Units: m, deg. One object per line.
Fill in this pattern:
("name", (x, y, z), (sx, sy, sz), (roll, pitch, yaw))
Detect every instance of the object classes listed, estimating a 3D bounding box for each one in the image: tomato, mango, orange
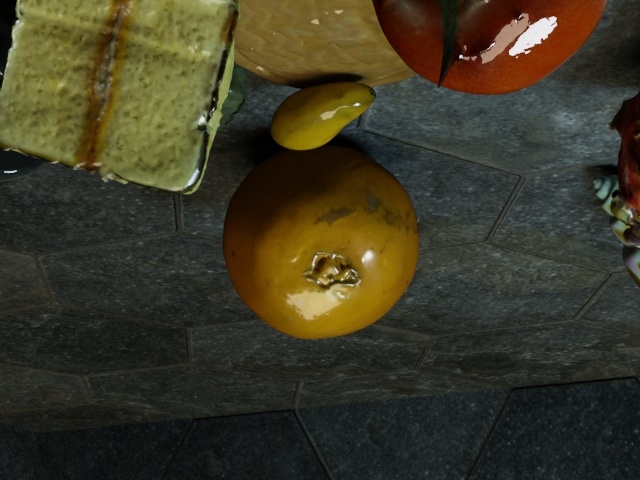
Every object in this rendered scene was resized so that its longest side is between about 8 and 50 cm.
("tomato", (0.172, -0.278, 1.382), (0.256, 0.256, 0.224), (-16, 172, 39))
("mango", (-0.006, -0.168, 1.818), (0.098, 0.075, 0.190), (-11, 176, -36))
("orange", (0.000, 0.000, 2.108), (0.312, 0.312, 0.312), (1, 161, 0))

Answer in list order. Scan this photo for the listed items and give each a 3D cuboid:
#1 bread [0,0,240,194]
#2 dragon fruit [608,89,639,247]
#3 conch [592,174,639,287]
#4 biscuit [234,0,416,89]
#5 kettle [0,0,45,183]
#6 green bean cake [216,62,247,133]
("bread", (-0.240, -0.195, 1.579), (0.263, 0.236, 0.198), (14, 161, 4))
("dragon fruit", (0.512, -0.165, 1.721), (0.296, 0.314, 0.263), (16, 154, 32))
("conch", (0.612, -0.010, 2.217), (0.368, 0.197, 0.249), (23, 114, -38))
("biscuit", (0.031, -0.280, 1.662), (0.365, 0.062, 0.385), (-8, 159, 21))
("kettle", (-0.458, -0.176, 1.804), (0.321, 0.228, 0.324), (-24, -175, -38))
("green bean cake", (-0.205, -0.204, 1.833), (0.185, 0.094, 0.183), (8, 159, -20))
